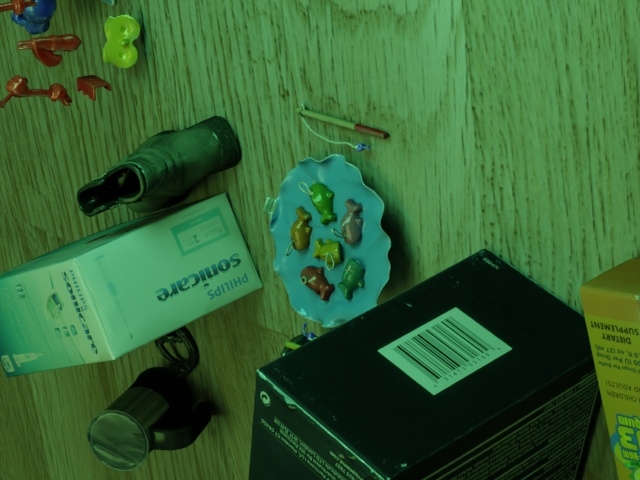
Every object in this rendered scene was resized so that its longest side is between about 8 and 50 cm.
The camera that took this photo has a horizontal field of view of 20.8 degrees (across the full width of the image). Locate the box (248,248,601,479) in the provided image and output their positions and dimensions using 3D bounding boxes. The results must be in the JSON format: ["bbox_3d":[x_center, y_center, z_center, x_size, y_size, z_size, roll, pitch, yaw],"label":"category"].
[{"bbox_3d":[0.091,0.213,1.618,0.182,0.296,0.294,37,137,34],"label":"box"}]

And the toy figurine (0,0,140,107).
[{"bbox_3d":[-0.347,-0.346,1.958,0.217,0.191,0.363,28,129,48],"label":"toy figurine"}]

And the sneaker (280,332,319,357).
[{"bbox_3d":[0.045,0.229,1.896,0.124,0.107,0.283,-8,105,34],"label":"sneaker"}]

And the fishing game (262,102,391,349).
[{"bbox_3d":[0.000,0.000,1.787,0.189,0.041,0.264,22,112,46],"label":"fishing game"}]

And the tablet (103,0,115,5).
[{"bbox_3d":[-0.266,-0.309,2.030,0.083,0.006,0.054,30,133,42],"label":"tablet"}]

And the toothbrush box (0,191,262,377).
[{"bbox_3d":[-0.243,0.056,2.045,0.295,0.216,0.126,-11,102,56],"label":"toothbrush box"}]

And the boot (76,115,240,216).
[{"bbox_3d":[-0.212,-0.070,1.970,0.246,0.161,0.083,-24,90,56],"label":"boot"}]

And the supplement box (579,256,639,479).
[{"bbox_3d":[0.293,0.137,1.494,0.078,0.080,0.233,8,119,54],"label":"supplement box"}]

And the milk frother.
[{"bbox_3d":[-0.214,0.189,2.160,0.129,0.135,0.143,-14,104,24],"label":"milk frother"}]
